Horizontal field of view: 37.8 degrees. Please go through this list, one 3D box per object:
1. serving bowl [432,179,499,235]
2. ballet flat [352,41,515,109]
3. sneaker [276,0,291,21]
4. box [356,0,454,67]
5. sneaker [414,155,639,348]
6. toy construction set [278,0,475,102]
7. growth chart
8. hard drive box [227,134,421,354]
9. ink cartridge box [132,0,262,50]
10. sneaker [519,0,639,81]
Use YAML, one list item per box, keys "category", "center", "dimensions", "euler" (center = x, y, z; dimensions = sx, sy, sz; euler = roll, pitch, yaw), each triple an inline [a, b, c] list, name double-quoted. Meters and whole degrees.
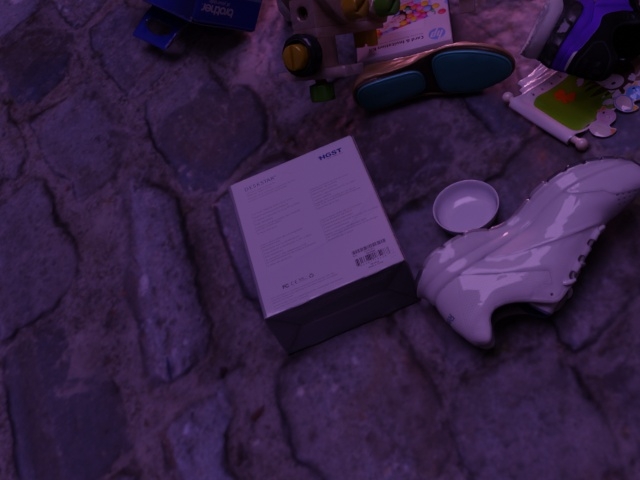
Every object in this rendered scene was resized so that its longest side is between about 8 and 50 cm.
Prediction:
- category: "serving bowl"
  center: [0.184, -0.036, 1.170]
  dimensions: [0.083, 0.027, 0.083]
  euler: [-11, 51, 14]
- category: "ballet flat"
  center: [0.155, -0.244, 1.317]
  dimensions: [0.232, 0.080, 0.073]
  euler: [-9, 40, 15]
- category: "sneaker"
  center: [0.026, -0.471, 1.525]
  dimensions: [0.107, 0.110, 0.275]
  euler: [25, 65, 35]
- category: "box"
  center: [0.126, -0.337, 1.426]
  dimensions: [0.145, 0.038, 0.186]
  euler: [-11, 51, 15]
- category: "sneaker"
  center: [0.257, 0.015, 1.068]
  dimensions: [0.297, 0.111, 0.129]
  euler: [-34, 64, -1]
- category: "toy construction set"
  center: [0.060, -0.319, 1.301]
  dimensions: [0.309, 0.257, 0.237]
  euler: [-6, 95, 15]
- category: "growth chart"
  center: [0.364, -0.225, 1.253]
  dimensions: [0.172, 0.021, 0.237]
  euler: [32, 71, 36]
- category: "hard drive box"
  center: [0.000, 0.000, 1.175]
  dimensions: [0.181, 0.089, 0.232]
  euler: [-22, 49, 4]
- category: "ink cartridge box"
  center: [-0.206, -0.513, 1.538]
  dimensions: [0.270, 0.151, 0.395]
  euler: [30, 113, 38]
- category: "sneaker"
  center: [0.373, -0.300, 1.236]
  dimensions: [0.146, 0.102, 0.293]
  euler: [28, 52, 8]
